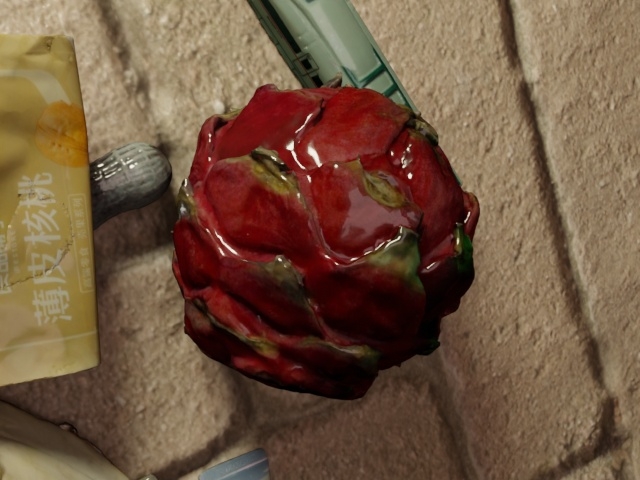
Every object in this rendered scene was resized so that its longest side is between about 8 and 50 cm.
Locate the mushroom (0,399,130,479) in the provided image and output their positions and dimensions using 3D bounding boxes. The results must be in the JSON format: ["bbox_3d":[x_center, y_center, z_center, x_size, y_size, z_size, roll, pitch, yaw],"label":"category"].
[{"bbox_3d":[-0.303,0.265,0.774,0.285,0.156,0.151,37,98,-23],"label":"mushroom"}]

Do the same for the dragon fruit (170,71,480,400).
[{"bbox_3d":[0.002,0.001,0.798,0.329,0.329,0.329,-1,93,-24],"label":"dragon fruit"}]

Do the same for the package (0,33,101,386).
[{"bbox_3d":[-0.325,-0.024,0.694,0.221,0.165,0.311,-1,96,3],"label":"package"}]

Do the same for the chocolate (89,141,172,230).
[{"bbox_3d":[-0.231,-0.048,0.822,0.167,0.072,0.072,-27,103,-22],"label":"chocolate"}]

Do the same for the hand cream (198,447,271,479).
[{"bbox_3d":[-0.073,0.376,0.929,0.088,0.055,0.256,-16,92,-26],"label":"hand cream"}]

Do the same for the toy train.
[{"bbox_3d":[0.022,-0.206,0.915,0.086,0.088,0.407,-40,106,-16],"label":"toy train"}]

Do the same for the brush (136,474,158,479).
[{"bbox_3d":[-0.146,0.415,0.900,0.060,0.050,0.321,-26,95,-18],"label":"brush"}]
